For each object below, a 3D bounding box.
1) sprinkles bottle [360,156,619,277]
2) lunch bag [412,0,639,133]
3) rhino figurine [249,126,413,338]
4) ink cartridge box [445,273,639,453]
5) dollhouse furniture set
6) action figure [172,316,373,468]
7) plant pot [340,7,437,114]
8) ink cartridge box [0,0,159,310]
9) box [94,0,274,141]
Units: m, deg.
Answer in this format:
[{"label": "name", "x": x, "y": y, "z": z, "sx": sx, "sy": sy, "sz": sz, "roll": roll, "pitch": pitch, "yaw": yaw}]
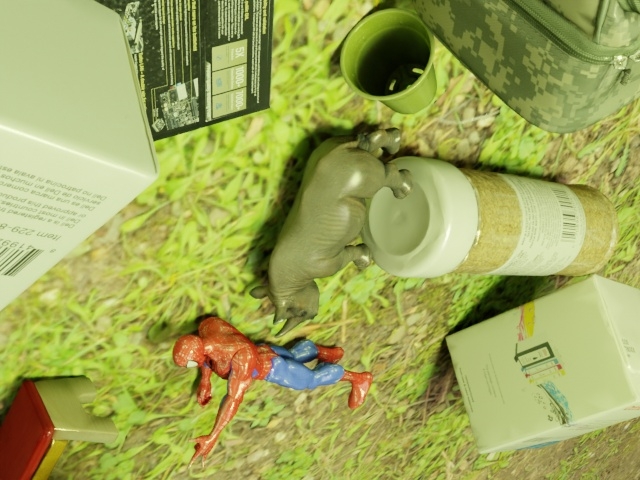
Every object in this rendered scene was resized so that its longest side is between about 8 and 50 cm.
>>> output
[{"label": "sprinkles bottle", "x": 0.203, "y": -0.018, "z": 0.944, "sx": 0.355, "sy": 0.121, "sz": 0.121, "roll": 3, "pitch": 123, "yaw": -44}, {"label": "lunch bag", "x": 0.238, "y": -0.261, "z": 0.622, "sx": 0.305, "sy": 0.212, "sz": 0.256, "roll": -29, "pitch": 154, "yaw": -23}, {"label": "rhino figurine", "x": 0.000, "y": 0.000, "z": 0.815, "sx": 0.106, "sy": 0.073, "sz": 0.243, "roll": -4, "pitch": 129, "yaw": -46}, {"label": "ink cartridge box", "x": 0.326, "y": 0.172, "z": 1.126, "sx": 0.232, "sy": 0.168, "sz": 0.171, "roll": -29, "pitch": 153, "yaw": 34}, {"label": "dollhouse furniture set", "x": -0.301, "y": 0.326, "z": 0.739, "sx": 0.152, "sy": 0.201, "sz": 0.374, "roll": 8, "pitch": 120, "yaw": -46}, {"label": "action figure", "x": -0.069, "y": 0.162, "z": 0.885, "sx": 0.280, "sy": 0.091, "sz": 0.139, "roll": 27, "pitch": 96, "yaw": -52}, {"label": "plant pot", "x": 0.070, "y": -0.149, "z": 0.741, "sx": 0.083, "sy": 0.083, "sz": 0.079, "roll": -48, "pitch": 155, "yaw": 6}, {"label": "ink cartridge box", "x": -0.261, "y": -0.027, "z": 0.427, "sx": 0.289, "sy": 0.122, "sz": 0.211, "roll": -34, "pitch": 149, "yaw": 27}, {"label": "box", "x": -0.110, "y": -0.163, "z": 0.551, "sx": 0.147, "sy": 0.077, "sz": 0.180, "roll": -22, "pitch": 138, "yaw": -27}]
